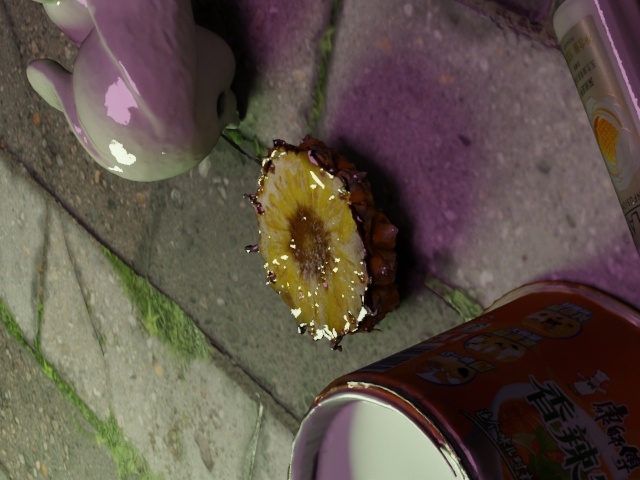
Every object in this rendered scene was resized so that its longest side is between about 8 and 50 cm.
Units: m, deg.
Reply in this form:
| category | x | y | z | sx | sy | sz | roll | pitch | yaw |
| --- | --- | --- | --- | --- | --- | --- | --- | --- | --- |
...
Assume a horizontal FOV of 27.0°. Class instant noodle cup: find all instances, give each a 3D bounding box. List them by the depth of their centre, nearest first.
| category | x | y | z | sx | sy | sz | roll | pitch | yaw |
| --- | --- | --- | --- | --- | --- | --- | --- | --- | --- |
| instant noodle cup | 0.123 | 0.187 | 0.985 | 0.296 | 0.214 | 0.296 | 20 | 116 | 49 |

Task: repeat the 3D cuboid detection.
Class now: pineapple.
| category | x | y | z | sx | sy | sz | roll | pitch | yaw |
| --- | --- | --- | --- | --- | --- | --- | --- | --- | --- |
| pineapple | 0.000 | 0.000 | 1.224 | 0.221 | 0.047 | 0.221 | 32 | 131 | 46 |

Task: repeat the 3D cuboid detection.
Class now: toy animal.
| category | x | y | z | sx | sy | sz | roll | pitch | yaw |
| --- | --- | --- | --- | --- | --- | --- | --- | --- | --- |
| toy animal | -0.193 | -0.206 | 1.338 | 0.289 | 0.174 | 0.249 | 42 | 131 | 41 |

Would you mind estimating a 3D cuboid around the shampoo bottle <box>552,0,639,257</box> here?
| category | x | y | z | sx | sy | sz | roll | pitch | yaw |
| --- | --- | --- | --- | --- | --- | --- | --- | --- | --- |
| shampoo bottle | 0.223 | -0.063 | 0.911 | 0.086 | 0.056 | 0.227 | 118 | 134 | -77 |

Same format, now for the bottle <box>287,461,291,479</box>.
| category | x | y | z | sx | sy | sz | roll | pitch | yaw |
| --- | --- | --- | --- | --- | --- | --- | --- | --- | --- |
| bottle | 0.053 | 0.310 | 1.197 | 0.112 | 0.112 | 0.260 | -24 | 80 | 53 |
